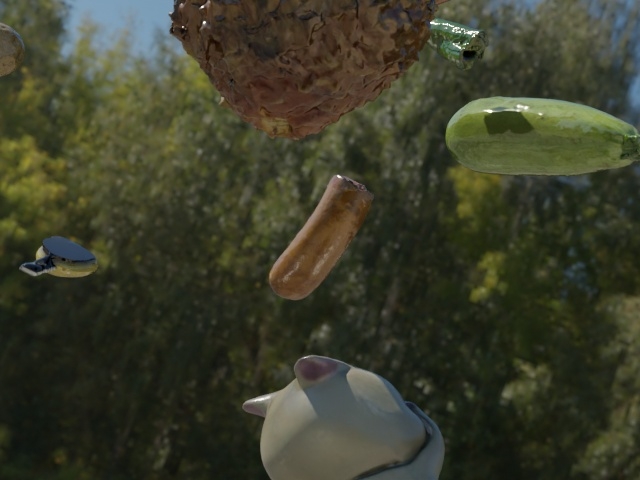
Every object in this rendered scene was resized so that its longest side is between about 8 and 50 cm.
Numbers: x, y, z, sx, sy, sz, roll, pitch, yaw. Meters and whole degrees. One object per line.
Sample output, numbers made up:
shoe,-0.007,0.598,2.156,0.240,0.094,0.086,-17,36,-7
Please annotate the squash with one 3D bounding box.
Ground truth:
squash,0.323,-0.148,1.808,0.118,0.118,0.371,30,-14,-36

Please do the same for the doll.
doll,0.067,0.324,1.574,0.226,0.370,0.215,-12,-16,-29

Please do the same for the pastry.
pastry,-0.041,-0.339,1.876,0.337,0.292,0.405,16,-39,-42

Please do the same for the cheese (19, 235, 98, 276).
cheese,-0.400,0.033,1.910,0.086,0.036,0.162,29,13,10

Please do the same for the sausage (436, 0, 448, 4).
sausage,0.224,-0.449,2.317,0.186,0.043,0.043,-21,-9,-8

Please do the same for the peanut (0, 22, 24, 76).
peanut,-0.435,-0.214,1.563,0.089,0.193,0.089,16,-50,20

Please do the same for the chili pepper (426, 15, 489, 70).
chili pepper,0.205,-0.418,2.517,0.076,0.085,0.359,22,9,-38

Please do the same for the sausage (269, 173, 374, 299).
sausage,0.002,0.001,2.464,0.109,0.270,0.109,34,7,-5
